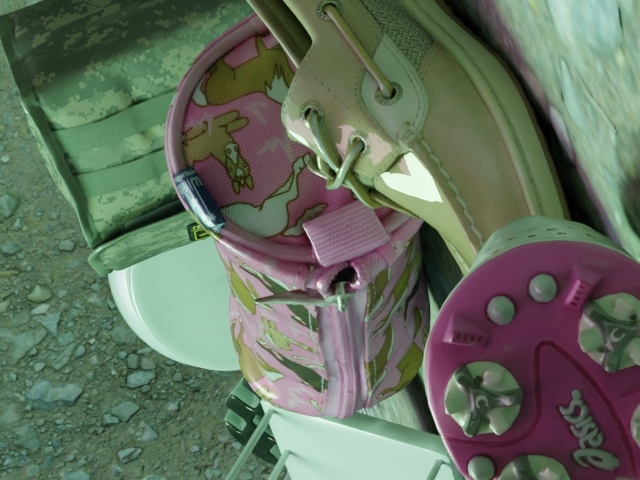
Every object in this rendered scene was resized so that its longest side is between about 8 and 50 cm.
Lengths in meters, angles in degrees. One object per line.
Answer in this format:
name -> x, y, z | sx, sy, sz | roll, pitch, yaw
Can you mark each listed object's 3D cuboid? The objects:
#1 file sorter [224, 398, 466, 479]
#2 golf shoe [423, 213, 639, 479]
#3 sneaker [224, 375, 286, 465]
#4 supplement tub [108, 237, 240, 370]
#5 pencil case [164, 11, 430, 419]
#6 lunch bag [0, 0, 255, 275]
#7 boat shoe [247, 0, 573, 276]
file sorter -> 0.027, 0.305, 1.502 | 0.192, 0.173, 0.278 | 13, 142, 27
golf shoe -> 0.133, 0.125, 0.616 | 0.140, 0.115, 0.306 | -70, -39, -73
sneaker -> 0.011, 0.091, 1.530 | 0.122, 0.146, 0.330 | 41, 149, -1
supplement tub -> -0.119, 0.005, 1.779 | 0.325, 0.235, 0.235 | -133, 20, -75
pencil case -> 0.000, 0.000, 1.042 | 0.160, 0.167, 0.386 | 30, 165, 11
lunch bag -> -0.134, -0.100, 1.482 | 0.169, 0.235, 0.287 | -118, 7, -46
boat shoe -> 0.031, -0.060, 0.760 | 0.109, 0.098, 0.302 | 77, 168, -63
